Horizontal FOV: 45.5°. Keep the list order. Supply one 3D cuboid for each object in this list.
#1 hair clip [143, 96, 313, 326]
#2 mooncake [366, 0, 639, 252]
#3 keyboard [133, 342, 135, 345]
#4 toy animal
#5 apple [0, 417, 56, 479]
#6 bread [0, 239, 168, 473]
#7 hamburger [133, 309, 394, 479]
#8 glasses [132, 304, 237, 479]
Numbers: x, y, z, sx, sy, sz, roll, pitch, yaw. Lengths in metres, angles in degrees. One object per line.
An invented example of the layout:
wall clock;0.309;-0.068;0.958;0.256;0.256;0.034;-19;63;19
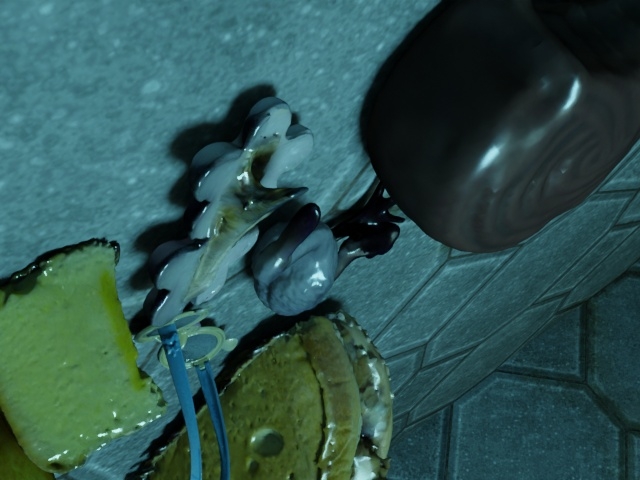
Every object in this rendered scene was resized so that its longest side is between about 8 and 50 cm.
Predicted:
hair clip;-0.081;-0.015;0.674;0.146;0.075;0.257;-38;171;-48
mooncake;0.219;-0.135;0.772;0.334;0.174;0.326;-45;155;16
keyboard;-0.247;0.151;0.797;0.129;0.015;0.049;-46;157;15
toy animal;-0.019;0.017;0.790;0.195;0.090;0.324;-48;167;18
apple;-0.325;0.255;0.669;0.196;0.196;0.196;-32;157;-16
bread;-0.227;0.081;0.650;0.140;0.169;0.160;-25;113;-32
hamburger;-0.041;0.327;1.109;0.445;0.287;0.268;-47;159;24
glasses;-0.148;0.188;0.809;0.088;0.221;0.190;0;159;3
